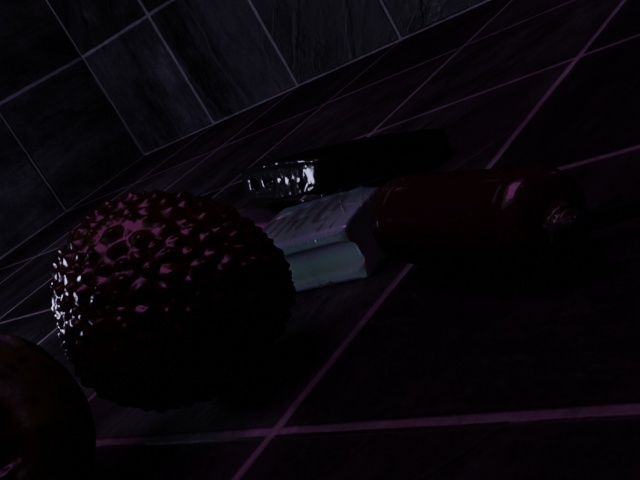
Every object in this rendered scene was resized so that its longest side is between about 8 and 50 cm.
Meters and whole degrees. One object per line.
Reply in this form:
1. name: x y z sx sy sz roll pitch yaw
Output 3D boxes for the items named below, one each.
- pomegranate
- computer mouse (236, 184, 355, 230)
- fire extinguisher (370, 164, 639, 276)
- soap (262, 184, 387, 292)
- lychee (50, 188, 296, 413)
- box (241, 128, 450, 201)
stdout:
1. pomegranate: -0.367 0.218 1.007 0.242 0.242 0.306 -32 10 -3
2. computer mouse: -0.115 -0.024 1.553 0.379 0.090 0.167 -29 17 0
3. fire extinguisher: 0.192 -0.025 0.961 0.135 0.114 0.337 -23 12 -23
4. soap: 0.000 0.000 1.267 0.230 0.091 0.145 -14 22 42
5. lychee: -0.179 0.068 1.059 0.304 0.275 0.276 -9 22 16
6. box: 0.037 -0.131 1.515 0.289 0.073 0.290 -17 8 -30
